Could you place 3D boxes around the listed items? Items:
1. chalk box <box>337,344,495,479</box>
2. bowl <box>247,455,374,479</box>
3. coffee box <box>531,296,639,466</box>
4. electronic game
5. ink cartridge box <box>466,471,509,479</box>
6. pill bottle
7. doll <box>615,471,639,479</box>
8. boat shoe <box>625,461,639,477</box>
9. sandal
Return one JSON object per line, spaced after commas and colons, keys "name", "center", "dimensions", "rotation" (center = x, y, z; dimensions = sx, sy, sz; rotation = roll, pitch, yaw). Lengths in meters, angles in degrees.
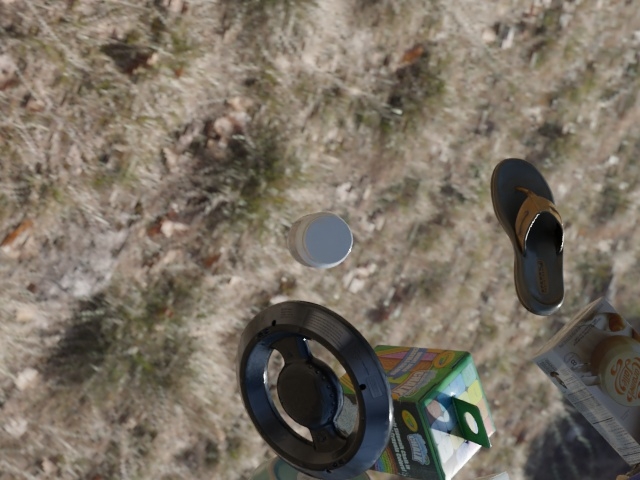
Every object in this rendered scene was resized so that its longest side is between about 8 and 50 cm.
{"name": "chalk box", "center": [0.190, 0.313, 2.020], "dimensions": [0.179, 0.289, 0.180], "rotation": [-36, 117, -41]}
{"name": "bowl", "center": [-0.015, 0.461, 1.844], "dimensions": [0.311, 0.311, 0.163], "rotation": [-6, 113, -43]}
{"name": "coffee box", "center": [0.493, 0.235, 1.837], "dimensions": [0.141, 0.246, 0.098], "rotation": [-42, 175, -20]}
{"name": "electronic game", "center": [-0.011, 0.182, 1.338], "dimensions": [0.048, 0.229, 0.229], "rotation": [-25, 125, -50]}
{"name": "ink cartridge box", "center": [0.281, 0.636, 2.380], "dimensions": [0.121, 0.289, 0.211], "rotation": [2, 69, -61]}
{"name": "pill bottle", "center": [0.000, 0.000, 1.523], "dimensions": [0.078, 0.137, 0.078], "rotation": [0, 90, -9]}
{"name": "doll", "center": [0.373, 0.226, 1.044], "dimensions": [0.046, 0.189, 0.129], "rotation": [-16, 82, -57]}
{"name": "boat shoe", "center": [0.411, 0.383, 1.463], "dimensions": [0.073, 0.080, 0.223], "rotation": [-9, 118, -27]}
{"name": "sandal", "center": [0.285, -0.010, 1.476], "dimensions": [0.090, 0.060, 0.219], "rotation": [0, 72, -15]}
